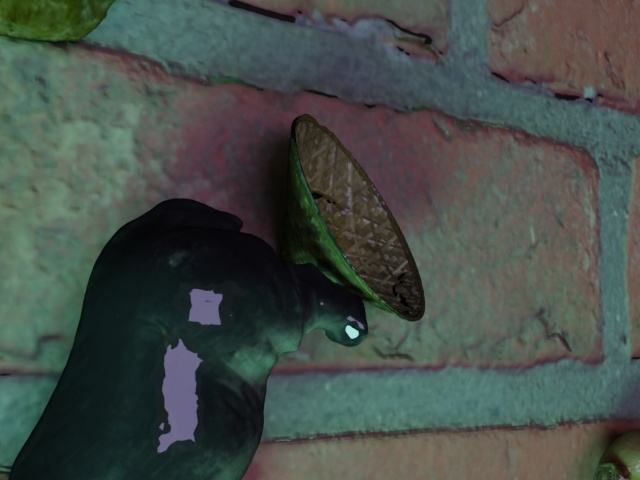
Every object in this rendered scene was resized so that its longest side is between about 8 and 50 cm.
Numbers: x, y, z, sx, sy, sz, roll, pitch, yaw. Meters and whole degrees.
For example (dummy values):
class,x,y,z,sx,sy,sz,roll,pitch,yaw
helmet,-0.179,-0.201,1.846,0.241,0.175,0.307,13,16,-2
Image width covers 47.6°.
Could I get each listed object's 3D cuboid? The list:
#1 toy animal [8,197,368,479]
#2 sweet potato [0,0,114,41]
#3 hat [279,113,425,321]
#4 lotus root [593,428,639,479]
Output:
class,x,y,z,sx,sy,sz,roll,pitch,yaw
toy animal,-0.100,0.143,0.353,0.168,0.106,0.343,40,69,-23
sweet potato,-0.140,-0.289,0.333,0.157,0.158,0.370,3,93,-31
hat,0.000,0.000,0.458,0.146,0.067,0.146,50,21,-27
lotus root,0.283,0.193,0.606,0.150,0.062,0.073,10,87,-30
